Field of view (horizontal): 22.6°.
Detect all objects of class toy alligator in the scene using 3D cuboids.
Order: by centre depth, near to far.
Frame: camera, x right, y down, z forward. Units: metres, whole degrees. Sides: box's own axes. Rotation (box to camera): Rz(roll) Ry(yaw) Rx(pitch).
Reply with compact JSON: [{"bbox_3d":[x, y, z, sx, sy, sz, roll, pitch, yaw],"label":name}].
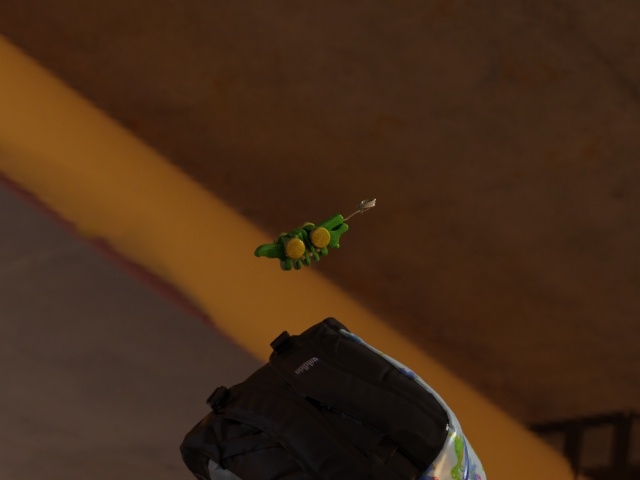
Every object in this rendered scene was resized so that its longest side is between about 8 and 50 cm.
[{"bbox_3d":[0.000,0.000,2.211,0.056,0.189,0.051,24,-46,66],"label":"toy alligator"}]

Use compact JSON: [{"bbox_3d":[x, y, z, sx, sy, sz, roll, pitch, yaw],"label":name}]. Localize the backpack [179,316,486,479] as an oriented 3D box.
[{"bbox_3d":[0.046,0.272,1.952,0.273,0.290,0.355,58,-24,-19],"label":"backpack"}]
